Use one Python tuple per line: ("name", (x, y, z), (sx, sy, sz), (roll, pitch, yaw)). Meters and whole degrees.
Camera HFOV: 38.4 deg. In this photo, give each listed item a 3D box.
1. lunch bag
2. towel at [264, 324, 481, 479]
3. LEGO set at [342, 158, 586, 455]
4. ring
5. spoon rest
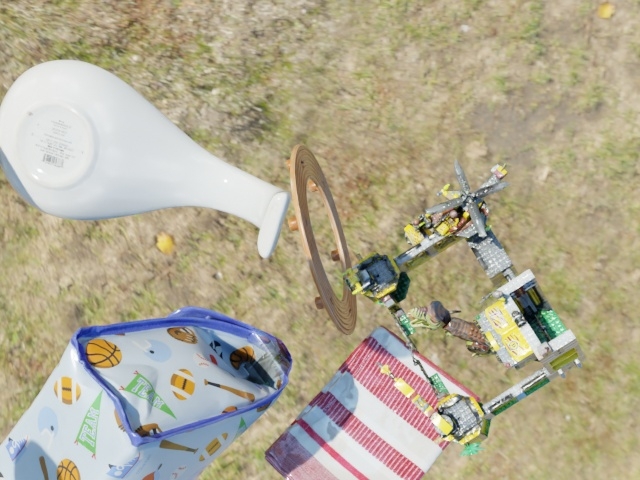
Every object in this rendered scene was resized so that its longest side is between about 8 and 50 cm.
("lunch bag", (-0.256, 0.278, 1.393), (0.385, 0.239, 0.328), (-3, 140, -52))
("towel", (0.091, 0.330, 1.606), (0.329, 0.237, 0.037), (-47, 158, -16))
("LEGO set", (0.169, 0.083, 1.129), (0.254, 0.331, 0.192), (-26, 157, 12))
("ring", (0.000, 0.000, 1.576), (0.032, 0.337, 0.337), (-14, 113, 12))
("spoon rest", (-0.152, -0.061, 0.781), (0.276, 0.084, 0.137), (21, 102, 10))
